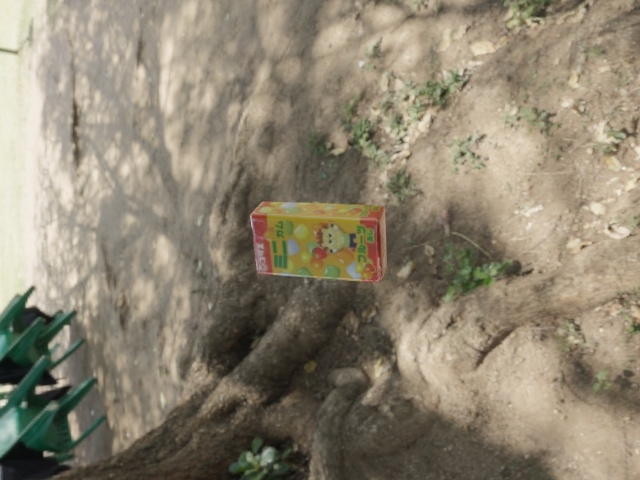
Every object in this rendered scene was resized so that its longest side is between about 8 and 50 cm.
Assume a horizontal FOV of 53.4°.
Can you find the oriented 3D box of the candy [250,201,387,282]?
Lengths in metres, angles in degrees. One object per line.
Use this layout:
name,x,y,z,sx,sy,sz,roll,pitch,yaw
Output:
candy,0.000,0.000,0.584,0.038,0.122,0.062,-56,-35,-60
